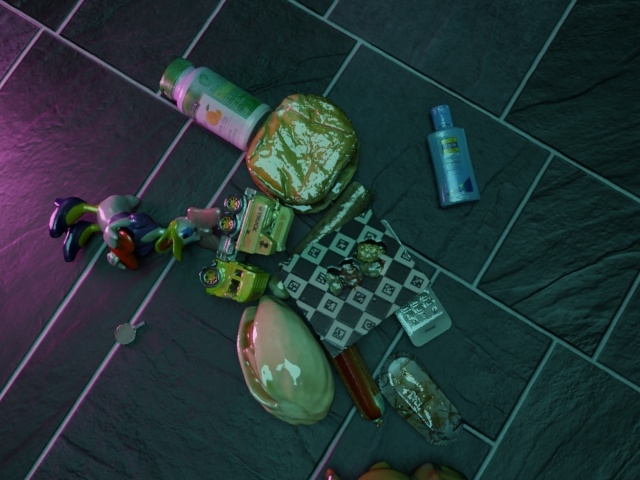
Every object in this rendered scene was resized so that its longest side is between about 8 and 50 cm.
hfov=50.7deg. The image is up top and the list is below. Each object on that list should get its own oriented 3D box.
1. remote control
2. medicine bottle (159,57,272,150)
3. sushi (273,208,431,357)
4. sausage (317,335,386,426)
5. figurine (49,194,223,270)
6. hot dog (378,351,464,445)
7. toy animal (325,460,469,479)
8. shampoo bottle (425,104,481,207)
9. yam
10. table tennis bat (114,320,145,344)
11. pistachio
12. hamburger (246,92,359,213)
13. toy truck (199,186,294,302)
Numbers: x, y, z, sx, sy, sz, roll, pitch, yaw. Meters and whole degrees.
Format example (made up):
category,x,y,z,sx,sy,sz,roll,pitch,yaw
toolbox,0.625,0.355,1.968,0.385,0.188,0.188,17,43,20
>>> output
category,x,y,z,sx,sy,sz,roll,pitch,yaw
remote control,0.195,0.105,1.662,0.109,0.055,0.313,-30,76,-8
medicine bottle,-0.266,-0.348,1.706,0.274,0.133,0.133,33,83,7
sushi,0.073,0.097,1.604,0.290,0.050,0.264,-33,69,-12
sausage,0.083,0.323,1.599,0.083,0.083,0.264,-27,93,-3
figurine,-0.445,-0.026,1.655,0.421,0.154,0.193,12,46,11
hot dog,0.240,0.380,1.605,0.131,0.069,0.252,-41,85,-17
toy animal,0.182,0.607,1.510,0.338,0.216,0.191,-6,107,-3
shampoo bottle,0.327,-0.215,1.706,0.104,0.061,0.258,-10,80,-2
yam,0.000,0.000,1.668,0.081,0.081,0.356,39,83,7
table tennis bat,-0.472,0.225,1.676,0.083,0.007,0.050,-30,80,-2
pistachio,-0.080,0.279,1.576,0.193,0.214,0.318,-36,69,38
hamburger,-0.035,-0.216,1.672,0.259,0.144,0.283,40,89,5
toy truck,-0.166,0.018,1.614,0.157,0.124,0.272,19,93,19
